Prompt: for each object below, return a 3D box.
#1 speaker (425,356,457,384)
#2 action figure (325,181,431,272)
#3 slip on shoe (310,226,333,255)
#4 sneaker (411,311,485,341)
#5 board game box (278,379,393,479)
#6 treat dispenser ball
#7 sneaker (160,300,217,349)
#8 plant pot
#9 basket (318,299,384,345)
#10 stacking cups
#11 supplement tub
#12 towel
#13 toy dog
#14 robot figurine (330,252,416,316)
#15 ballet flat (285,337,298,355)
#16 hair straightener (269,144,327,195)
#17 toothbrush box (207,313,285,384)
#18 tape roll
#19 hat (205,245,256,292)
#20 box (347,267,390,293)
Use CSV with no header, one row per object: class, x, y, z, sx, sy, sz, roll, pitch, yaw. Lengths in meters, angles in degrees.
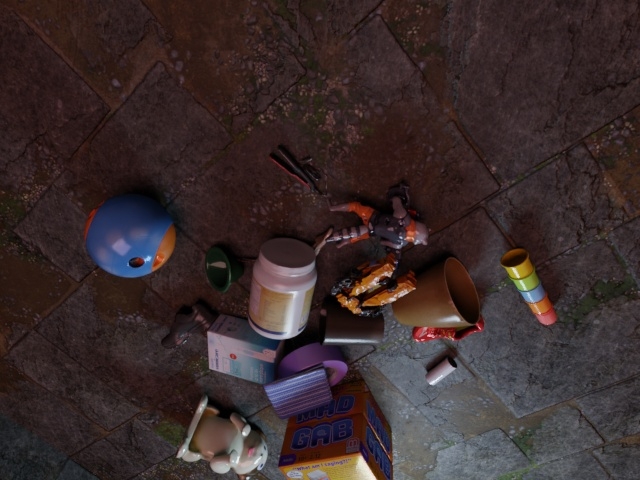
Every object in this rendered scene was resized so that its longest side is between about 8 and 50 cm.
speaker,0.497,0.537,1.723,0.055,0.055,0.136,34,118,-11
action figure,0.198,-0.009,1.396,0.330,0.178,0.341,1,119,18
slip on shoe,0.000,0.000,1.499,0.041,0.051,0.135,35,125,2
sneaker,0.475,0.330,1.572,0.279,0.118,0.107,-23,113,19
board game box,0.085,0.891,1.806,0.357,0.356,0.356,-19,115,18
treat dispenser ball,-0.650,-0.017,1.441,0.288,0.288,0.288,4,119,6
sneaker,-0.571,0.349,1.755,0.286,0.109,0.130,-34,103,14
plant pot,0.386,0.209,1.476,0.254,0.237,0.237,-25,114,36
basket,0.117,0.325,1.593,0.227,0.204,0.154,8,109,-7
stacking cups,0.742,0.167,1.471,0.096,0.096,0.316,-29,116,22
supplement tub,-0.137,0.171,1.508,0.228,0.228,0.316,13,120,1
towel,-0.080,0.610,1.678,0.243,0.040,0.336,-17,137,-7
toy dog,-0.451,0.982,1.986,0.408,0.284,0.395,25,133,-6
robot figurine,0.177,0.164,1.457,0.211,0.085,0.291,42,131,-18
ballet flat,-0.133,0.440,1.761,0.057,0.049,0.173,-16,115,16
hair straightener,-0.056,-0.232,1.374,0.230,0.047,0.089,41,117,-15
toothbrush box,-0.306,0.453,1.731,0.296,0.126,0.216,14,121,11
tape roll,-0.032,0.527,1.701,0.275,0.090,0.275,-13,139,-12
hat,-0.314,0.102,1.614,0.208,0.183,0.173,33,120,38
box,0.184,0.164,1.558,0.169,0.054,0.059,19,120,-2
